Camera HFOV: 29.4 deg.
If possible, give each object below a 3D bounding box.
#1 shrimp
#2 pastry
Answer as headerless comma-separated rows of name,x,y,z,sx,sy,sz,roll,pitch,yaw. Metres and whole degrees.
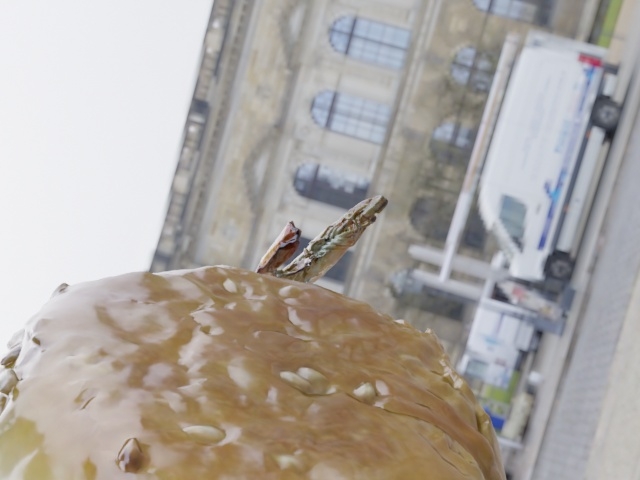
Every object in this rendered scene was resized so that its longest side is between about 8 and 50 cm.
shrimp,0.000,0.000,0.910,0.127,0.025,0.091,-39,-22,-12
pastry,-0.044,0.140,0.649,0.315,0.284,0.184,-88,13,-70
